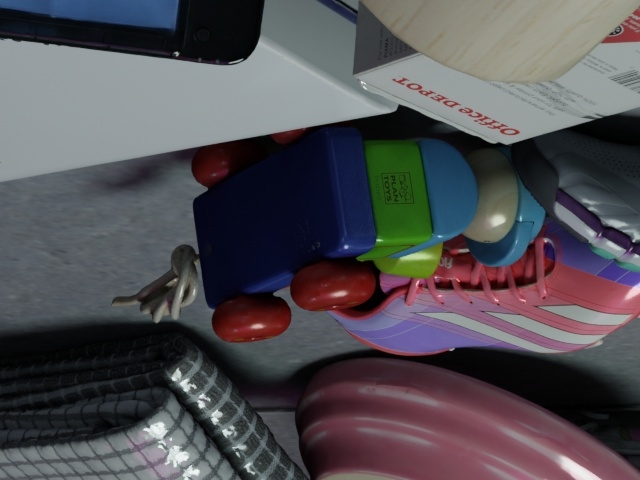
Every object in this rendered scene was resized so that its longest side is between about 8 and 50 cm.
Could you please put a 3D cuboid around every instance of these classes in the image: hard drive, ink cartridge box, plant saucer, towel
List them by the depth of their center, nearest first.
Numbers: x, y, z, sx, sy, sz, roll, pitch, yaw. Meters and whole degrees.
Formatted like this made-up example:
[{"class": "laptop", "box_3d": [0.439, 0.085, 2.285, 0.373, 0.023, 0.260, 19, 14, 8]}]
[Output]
[{"class": "ink cartridge box", "box_3d": [0.094, -0.090, 0.799, 0.099, 0.056, 0.135, 19, 157, -40]}, {"class": "hard drive", "box_3d": [-0.153, -0.083, 0.910, 0.319, 0.040, 0.210, -8, 160, 35]}, {"class": "towel", "box_3d": [-0.150, 0.189, 1.542, 0.284, 0.121, 0.235, -10, 130, 37]}, {"class": "plant saucer", "box_3d": [0.122, 0.216, 1.548, 0.332, 0.084, 0.332, 23, 155, 12]}]

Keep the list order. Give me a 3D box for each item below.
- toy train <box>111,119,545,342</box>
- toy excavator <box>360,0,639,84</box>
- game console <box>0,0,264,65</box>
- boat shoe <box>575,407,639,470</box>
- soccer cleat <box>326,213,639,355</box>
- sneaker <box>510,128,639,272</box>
[{"class": "toy train", "box_3d": [0.000, 0.000, 1.072, 0.143, 0.105, 0.248, -2, 168, -30]}, {"class": "toy excavator", "box_3d": [0.270, -0.067, 0.607, 0.433, 0.445, 0.222, -34, 175, -21]}, {"class": "game console", "box_3d": [-0.083, -0.125, 0.689, 0.144, 0.124, 0.085, 7, -171, -7]}, {"class": "boat shoe", "box_3d": [0.281, 0.187, 1.622, 0.320, 0.103, 0.118, 5, 165, 11]}, {"class": "soccer cleat", "box_3d": [0.092, 0.020, 1.137, 0.095, 0.083, 0.248, 22, 159, -34]}, {"class": "sneaker", "box_3d": [0.203, -0.027, 1.004, 0.224, 0.083, 0.098, 24, 121, -27]}]
